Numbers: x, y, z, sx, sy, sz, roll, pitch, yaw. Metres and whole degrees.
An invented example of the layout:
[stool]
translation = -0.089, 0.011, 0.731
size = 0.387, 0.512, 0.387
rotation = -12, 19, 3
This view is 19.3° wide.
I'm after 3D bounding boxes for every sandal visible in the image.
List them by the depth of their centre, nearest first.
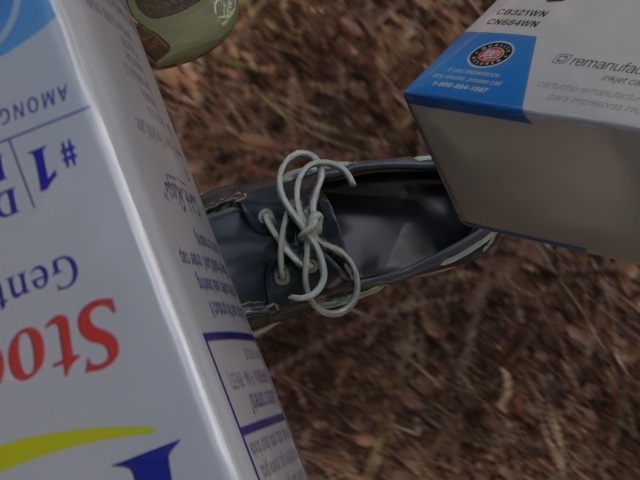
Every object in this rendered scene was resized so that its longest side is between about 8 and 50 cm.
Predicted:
[sandal]
translation = -0.152, -0.164, 1.375
size = 0.086, 0.303, 0.120
rotation = -33, 95, 41

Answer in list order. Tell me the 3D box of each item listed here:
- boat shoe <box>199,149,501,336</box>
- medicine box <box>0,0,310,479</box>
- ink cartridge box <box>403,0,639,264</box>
[boat shoe]
translation = 0.000, 0.000, 1.075
size = 0.254, 0.079, 0.095
rotation = -8, 78, -25
[medicine box]
translation = -0.156, 0.064, 0.633
size = 0.263, 0.149, 0.289
rotation = -22, 85, 3
[ink cartridge box]
translation = 0.161, -0.088, 0.836
size = 0.148, 0.086, 0.203
rotation = 13, 51, 47
